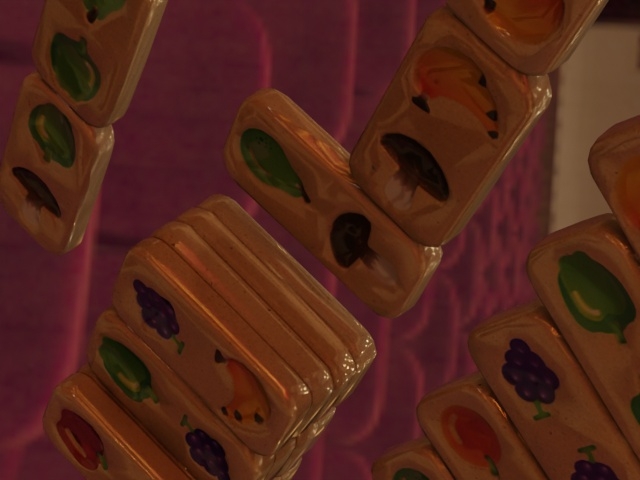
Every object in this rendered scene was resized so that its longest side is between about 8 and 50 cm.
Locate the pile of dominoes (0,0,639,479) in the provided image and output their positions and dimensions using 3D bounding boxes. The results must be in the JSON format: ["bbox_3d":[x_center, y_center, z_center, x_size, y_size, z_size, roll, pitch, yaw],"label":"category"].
[{"bbox_3d":[0.000,0.000,0.370,0.040,0.196,0.251,-37,165,-36],"label":"pile of dominoes"}]
